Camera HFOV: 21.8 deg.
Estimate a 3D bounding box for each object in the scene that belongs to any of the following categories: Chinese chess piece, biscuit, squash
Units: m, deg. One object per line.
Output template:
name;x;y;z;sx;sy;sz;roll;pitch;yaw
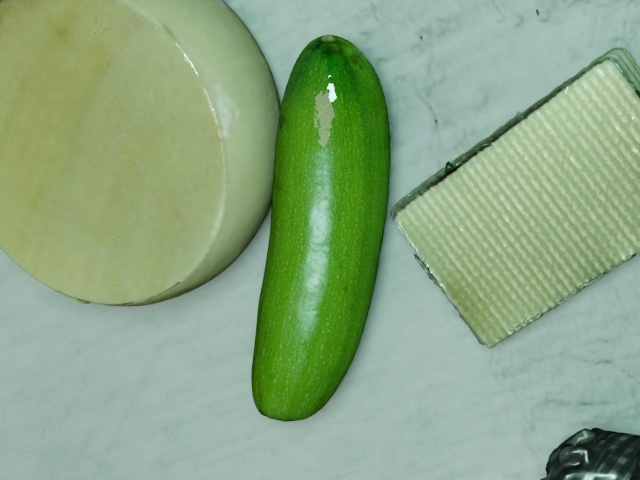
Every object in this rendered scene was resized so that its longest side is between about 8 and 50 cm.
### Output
Chinese chess piece;-0.144;-0.077;1.176;0.250;0.097;0.251;9;112;24
biscuit;0.150;-0.025;1.084;0.199;0.040;0.121;-35;94;33
squash;0.002;-0.001;1.140;0.082;0.082;0.293;17;117;20

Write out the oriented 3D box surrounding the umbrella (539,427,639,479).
umbrella;0.306;0.173;1.042;0.336;0.128;0.154;-5;122;21
